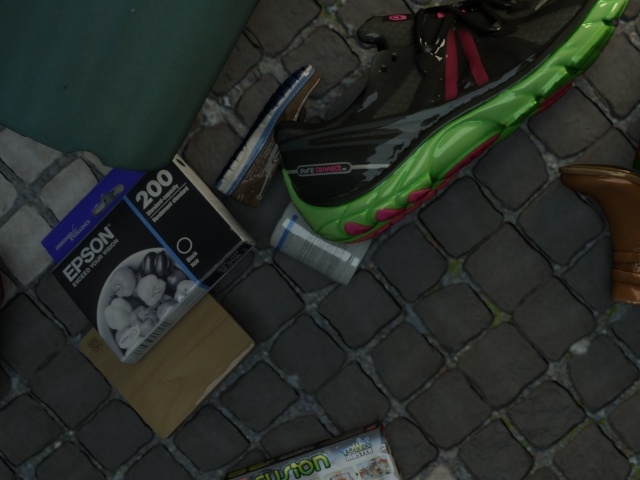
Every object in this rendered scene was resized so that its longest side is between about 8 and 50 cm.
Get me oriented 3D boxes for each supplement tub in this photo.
[{"bbox_3d":[0.000,0.000,1.468,0.107,0.071,0.071,30,97,1],"label":"supplement tub"}]

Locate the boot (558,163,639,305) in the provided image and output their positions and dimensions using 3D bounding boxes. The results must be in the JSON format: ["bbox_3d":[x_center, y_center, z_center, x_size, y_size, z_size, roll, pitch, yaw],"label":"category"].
[{"bbox_3d":[0.357,-0.004,1.445,0.197,0.073,0.152,15,101,5],"label":"boot"}]

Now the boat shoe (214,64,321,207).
[{"bbox_3d":[-0.049,-0.122,1.467,0.066,0.066,0.183,34,98,-14],"label":"boat shoe"}]

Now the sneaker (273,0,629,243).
[{"bbox_3d":[0.152,-0.199,1.376,0.483,0.185,0.202,-37,85,-2],"label":"sneaker"}]

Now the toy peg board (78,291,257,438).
[{"bbox_3d":[-0.175,0.126,1.501,0.161,0.079,0.160,-46,76,5],"label":"toy peg board"}]

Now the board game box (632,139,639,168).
[{"bbox_3d":[0.408,-0.163,1.412,0.043,0.092,0.181,15,97,3],"label":"board game box"}]

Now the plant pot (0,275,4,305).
[{"bbox_3d":[-0.466,0.119,1.462,0.201,0.201,0.180,-4,111,4],"label":"plant pot"}]

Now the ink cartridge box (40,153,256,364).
[{"bbox_3d":[-0.215,0.001,1.462,0.206,0.045,0.208,-45,69,7],"label":"ink cartridge box"}]

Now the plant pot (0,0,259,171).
[{"bbox_3d":[-0.216,-0.274,1.341,0.341,0.341,0.334,25,104,1],"label":"plant pot"}]

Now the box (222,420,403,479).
[{"bbox_3d":[-0.003,0.308,1.517,0.207,0.036,0.114,-19,94,6],"label":"box"}]
